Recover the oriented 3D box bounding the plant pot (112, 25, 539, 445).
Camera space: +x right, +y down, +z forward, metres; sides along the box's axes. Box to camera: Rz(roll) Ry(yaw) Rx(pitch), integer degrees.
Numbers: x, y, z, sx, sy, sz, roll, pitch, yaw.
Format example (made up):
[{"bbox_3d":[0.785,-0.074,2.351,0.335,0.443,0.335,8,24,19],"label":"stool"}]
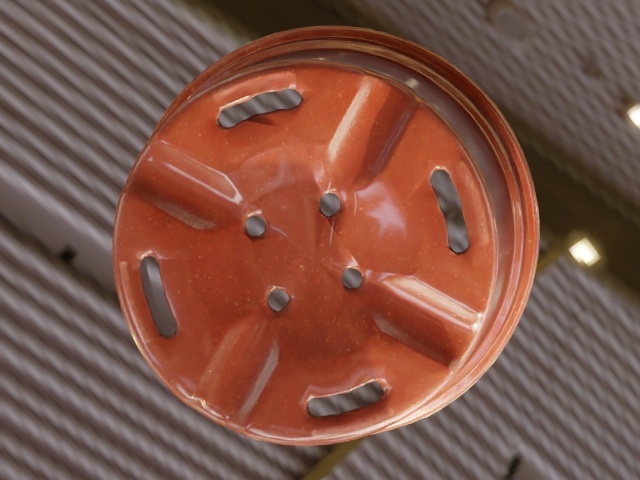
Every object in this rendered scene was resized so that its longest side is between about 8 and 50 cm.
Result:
[{"bbox_3d":[0.000,0.000,1.048,0.272,0.272,0.265,50,-176,0],"label":"plant pot"}]
